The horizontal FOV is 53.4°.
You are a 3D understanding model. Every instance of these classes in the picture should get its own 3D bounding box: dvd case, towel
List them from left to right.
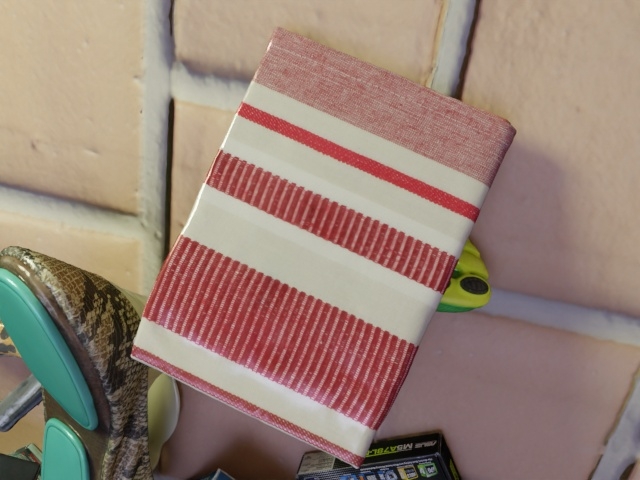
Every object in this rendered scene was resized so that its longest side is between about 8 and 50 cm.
[{"bbox_3d":[-0.443,0.353,0.949,0.119,0.013,0.087,-28,106,24],"label":"dvd case"},{"bbox_3d":[0.000,0.000,0.569,0.237,0.037,0.329,25,87,6],"label":"towel"}]

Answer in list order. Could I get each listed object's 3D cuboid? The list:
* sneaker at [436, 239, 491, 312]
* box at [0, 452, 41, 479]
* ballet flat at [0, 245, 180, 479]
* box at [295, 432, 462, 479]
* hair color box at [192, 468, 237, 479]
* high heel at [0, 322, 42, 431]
[{"bbox_3d":[0.022,0.030,0.651,0.295,0.110,0.124,5,142,7],"label":"sneaker"},{"bbox_3d":[-0.684,0.461,0.815,0.471,0.297,0.480,22,126,-17],"label":"box"},{"bbox_3d":[-0.242,0.172,0.723,0.164,0.182,0.483,30,131,27],"label":"ballet flat"},{"bbox_3d":[0.090,0.336,0.798,0.190,0.045,0.184,-16,109,20],"label":"box"},{"bbox_3d":[-0.044,0.443,0.813,0.347,0.105,0.174,38,143,-6],"label":"hair color box"},{"bbox_3d":[-0.398,0.081,0.790,0.186,0.093,0.261,-41,88,3],"label":"high heel"}]
